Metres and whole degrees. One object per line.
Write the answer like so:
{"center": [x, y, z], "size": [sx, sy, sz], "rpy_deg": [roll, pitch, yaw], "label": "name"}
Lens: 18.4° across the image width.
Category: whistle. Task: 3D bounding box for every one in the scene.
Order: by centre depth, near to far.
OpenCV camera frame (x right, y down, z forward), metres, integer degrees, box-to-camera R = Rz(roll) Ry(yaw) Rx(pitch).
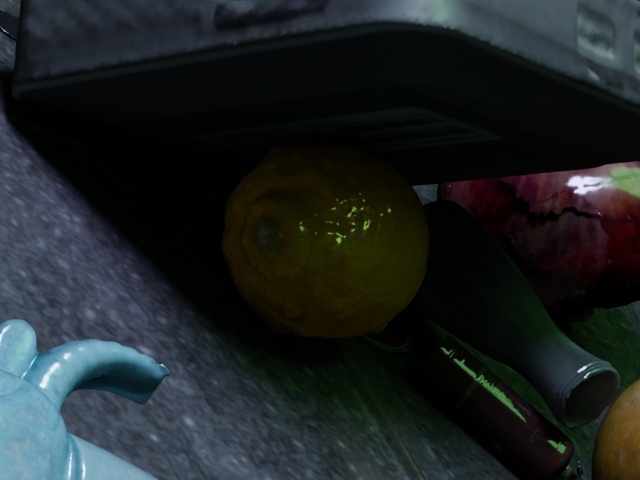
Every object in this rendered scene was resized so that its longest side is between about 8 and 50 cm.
{"center": [-0.152, 0.122, 0.954], "size": [0.274, 0.093, 0.186], "rpy_deg": [29, 49, -32], "label": "whistle"}

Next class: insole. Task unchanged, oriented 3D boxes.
{"center": [-0.193, -0.142, 1.554], "size": [0.152, 0.002, 0.053], "rpy_deg": [26, 24, -33], "label": "insole"}

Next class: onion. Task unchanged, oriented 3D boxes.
{"center": [0.226, -0.025, 1.755], "size": [0.252, 0.252, 0.219], "rpy_deg": [-90, 172, -56], "label": "onion"}

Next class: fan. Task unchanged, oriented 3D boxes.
{"center": [0.047, 0.055, 1.545], "size": [0.085, 0.005, 0.133], "rpy_deg": [45, 22, 17], "label": "fan"}

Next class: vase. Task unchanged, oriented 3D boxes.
{"center": [0.140, 0.059, 1.514], "size": [0.086, 0.086, 0.214], "rpy_deg": [16, 22, -47], "label": "vase"}

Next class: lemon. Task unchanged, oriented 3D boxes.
{"center": [0.000, 0.000, 1.388], "size": [0.142, 0.142, 0.187], "rpy_deg": [48, 15, 22], "label": "lemon"}

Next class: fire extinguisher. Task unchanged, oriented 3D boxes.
{"center": [0.142, 0.138, 1.485], "size": [0.157, 0.045, 0.078], "rpy_deg": [40, -2, 6], "label": "fire extinguisher"}

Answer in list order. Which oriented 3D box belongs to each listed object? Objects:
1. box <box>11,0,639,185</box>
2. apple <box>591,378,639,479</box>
{"center": [0.036, -0.119, 1.423], "size": [0.396, 0.396, 0.111], "rpy_deg": [15, 76, -48], "label": "box"}
{"center": [0.286, 0.176, 1.460], "size": [0.182, 0.155, 0.182], "rpy_deg": [-1, 18, 0], "label": "apple"}
